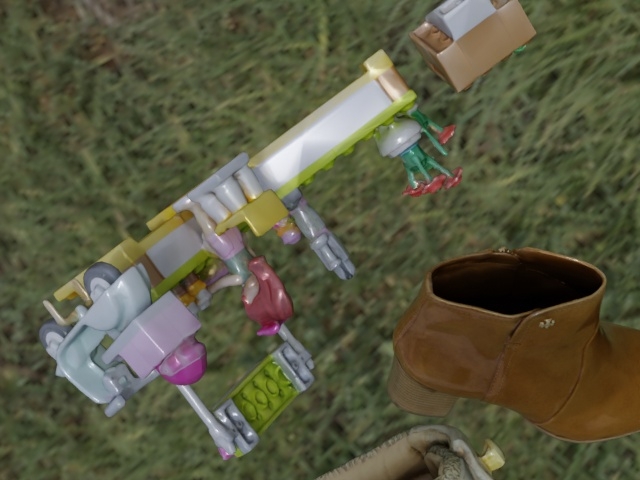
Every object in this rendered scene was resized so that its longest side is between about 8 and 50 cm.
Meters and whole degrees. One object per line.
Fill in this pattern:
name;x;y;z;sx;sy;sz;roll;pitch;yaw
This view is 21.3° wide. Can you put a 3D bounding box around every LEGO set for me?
LEGO set;0.000;0.000;0.766;0.107;0.287;0.132;54;146;-4

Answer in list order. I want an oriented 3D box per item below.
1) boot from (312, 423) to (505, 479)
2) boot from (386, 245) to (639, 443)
boot;0.096;0.144;0.497;0.262;0.095;0.203;-16;116;44
boot;0.205;0.081;1.385;0.295;0.104;0.211;0;152;-13
